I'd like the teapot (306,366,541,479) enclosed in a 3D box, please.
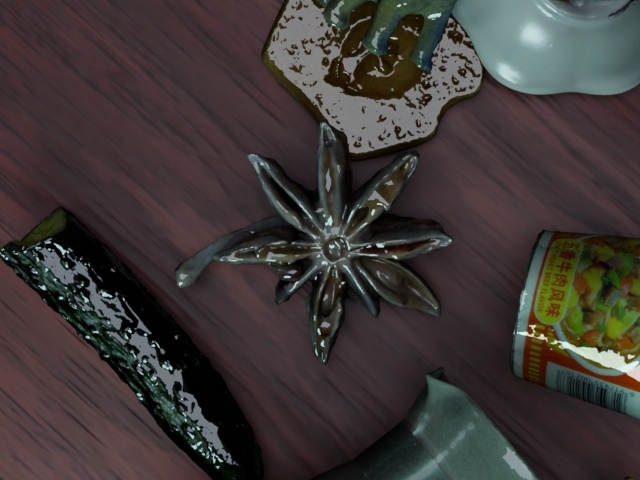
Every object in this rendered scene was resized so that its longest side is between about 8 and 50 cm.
[{"bbox_3d":[0.040,0.302,1.631,0.344,0.253,0.300,-37,111,-2],"label":"teapot"}]

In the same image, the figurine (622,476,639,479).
[{"bbox_3d":[0.366,0.289,1.614,0.257,0.208,0.181,7,51,28],"label":"figurine"}]

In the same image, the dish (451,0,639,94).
[{"bbox_3d":[0.217,-0.233,1.671,0.229,0.081,0.229,0,88,-7],"label":"dish"}]

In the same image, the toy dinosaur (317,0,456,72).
[{"bbox_3d":[0.069,-0.254,1.646,0.247,0.075,0.188,35,105,16],"label":"toy dinosaur"}]

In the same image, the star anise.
[{"bbox_3d":[-0.001,0.000,1.698,0.231,0.089,0.209,14,102,4],"label":"star anise"}]

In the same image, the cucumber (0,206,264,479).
[{"bbox_3d":[-0.150,0.098,1.715,0.303,0.081,0.072,47,136,-2],"label":"cucumber"}]

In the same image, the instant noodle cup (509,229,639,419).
[{"bbox_3d":[0.275,0.073,1.646,0.212,0.193,0.193,11,91,14],"label":"instant noodle cup"}]

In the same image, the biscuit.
[{"bbox_3d":[0.068,-0.183,1.721,0.215,0.034,0.182,-41,89,0],"label":"biscuit"}]
